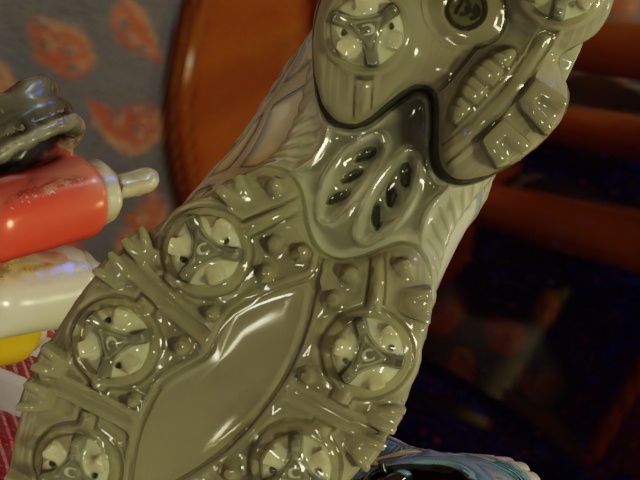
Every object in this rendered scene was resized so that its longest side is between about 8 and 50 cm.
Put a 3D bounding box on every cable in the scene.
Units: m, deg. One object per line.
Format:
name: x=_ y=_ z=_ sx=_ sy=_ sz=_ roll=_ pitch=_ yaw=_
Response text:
cable: x=-0.168 y=0.025 z=0.616 sx=0.287 sy=0.072 sz=0.139 roll=-28 pitch=159 yaw=-50

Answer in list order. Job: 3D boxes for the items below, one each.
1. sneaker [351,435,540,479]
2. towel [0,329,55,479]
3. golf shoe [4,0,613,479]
sneaker: x=0.031 y=0.128 z=0.903 sx=0.073 sy=0.162 sz=0.063 roll=19 pitch=71 yaw=-61
towel: x=-0.232 y=0.060 z=0.941 sx=0.237 sy=0.329 sz=0.037 roll=27 pitch=105 yaw=-29
golf shoe: x=0.000 y=0.000 z=0.380 sx=0.069 sy=0.086 sz=0.176 roll=37 pitch=92 yaw=-1
